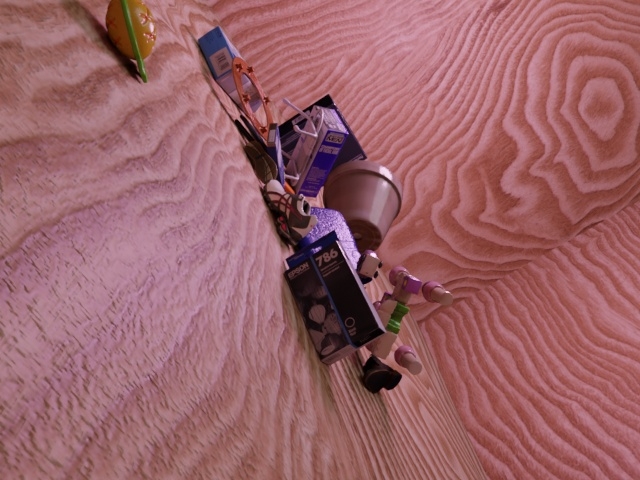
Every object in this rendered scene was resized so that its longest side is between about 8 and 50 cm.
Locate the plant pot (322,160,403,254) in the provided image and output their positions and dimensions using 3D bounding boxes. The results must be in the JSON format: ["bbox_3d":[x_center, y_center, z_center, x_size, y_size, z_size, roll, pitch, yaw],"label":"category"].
[{"bbox_3d":[0.156,-0.100,2.191,0.323,0.323,0.280,53,30,-33],"label":"plant pot"}]

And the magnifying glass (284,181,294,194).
[{"bbox_3d":[-0.159,-0.235,2.139,0.231,0.026,0.092,44,17,-53],"label":"magnifying glass"}]

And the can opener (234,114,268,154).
[{"bbox_3d":[-0.239,-0.367,2.000,0.186,0.059,0.073,60,9,7],"label":"can opener"}]

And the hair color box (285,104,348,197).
[{"bbox_3d":[-0.022,-0.370,2.374,0.110,0.339,0.185,4,41,-28],"label":"hair color box"}]

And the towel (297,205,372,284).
[{"bbox_3d":[0.016,0.020,1.806,0.228,0.076,0.308,7,44,-32],"label":"towel"}]

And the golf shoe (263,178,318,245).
[{"bbox_3d":[-0.091,-0.104,1.740,0.105,0.120,0.273,46,13,-50],"label":"golf shoe"}]

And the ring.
[{"bbox_3d":[-0.240,-0.531,2.121,0.336,0.032,0.336,-19,90,-77],"label":"ring"}]

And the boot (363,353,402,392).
[{"bbox_3d":[0.154,0.389,1.670,0.106,0.082,0.219,35,3,32],"label":"boot"}]

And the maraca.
[{"bbox_3d":[-0.398,-0.433,1.202,0.127,0.099,0.185,-114,-165,-59],"label":"maraca"}]

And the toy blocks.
[{"bbox_3d":[0.191,0.202,1.717,0.309,0.288,0.260,24,3,-9],"label":"toy blocks"}]

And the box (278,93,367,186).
[{"bbox_3d":[-0.014,-0.440,2.613,0.312,0.343,0.179,55,8,-28],"label":"box"}]

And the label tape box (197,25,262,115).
[{"bbox_3d":[-0.337,-0.665,2.310,0.249,0.115,0.348,64,11,27],"label":"label tape box"}]

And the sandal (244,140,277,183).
[{"bbox_3d":[-0.196,-0.256,1.880,0.180,0.072,0.049,58,-14,26],"label":"sandal"}]

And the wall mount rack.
[{"bbox_3d":[-0.113,-0.413,2.309,0.130,0.350,0.304,14,31,-20],"label":"wall mount rack"}]

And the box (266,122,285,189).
[{"bbox_3d":[-0.155,-0.280,1.983,0.136,0.037,0.225,-90,174,-50],"label":"box"}]

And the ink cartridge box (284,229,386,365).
[{"bbox_3d":[0.019,0.125,1.406,0.065,0.165,0.332,45,16,-55],"label":"ink cartridge box"}]
